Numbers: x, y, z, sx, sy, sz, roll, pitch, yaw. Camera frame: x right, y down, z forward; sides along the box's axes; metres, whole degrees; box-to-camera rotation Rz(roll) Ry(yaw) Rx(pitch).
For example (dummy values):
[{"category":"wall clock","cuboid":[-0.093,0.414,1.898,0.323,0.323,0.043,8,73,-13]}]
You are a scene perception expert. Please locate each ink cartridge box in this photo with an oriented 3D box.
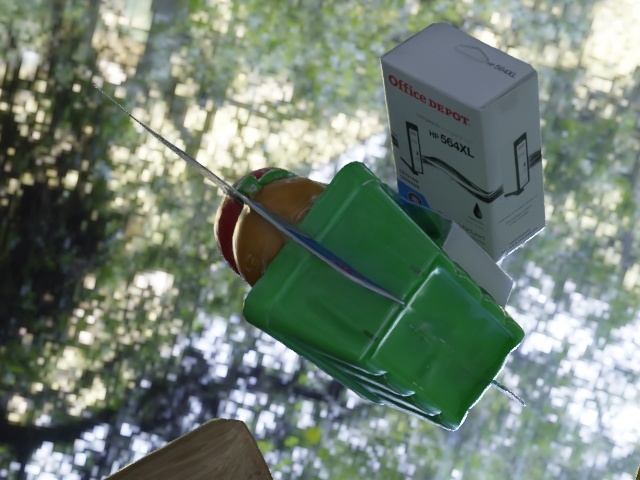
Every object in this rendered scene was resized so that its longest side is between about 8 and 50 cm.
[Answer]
[{"category":"ink cartridge box","cuboid":[0.146,-0.100,1.372,0.086,0.203,0.148,-34,-135,-24]}]

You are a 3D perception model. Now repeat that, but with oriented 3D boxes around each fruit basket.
[{"category":"fruit basket","cuboid":[0.000,0.000,1.170,0.353,0.165,0.327,42,-178,40]}]

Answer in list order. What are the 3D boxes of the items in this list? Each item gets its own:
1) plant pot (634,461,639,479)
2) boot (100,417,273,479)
[{"category":"plant pot","cuboid":[0.331,0.233,0.971,0.212,0.212,0.187,32,162,-37]},{"category":"boot","cuboid":[-0.163,0.176,0.826,0.269,0.236,0.089,-25,-137,-15]}]
